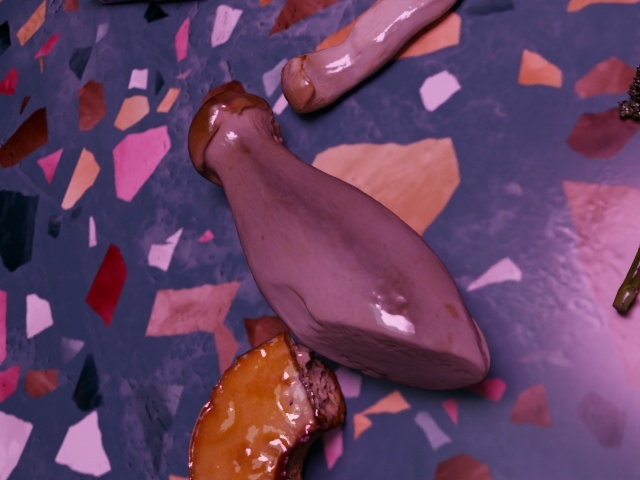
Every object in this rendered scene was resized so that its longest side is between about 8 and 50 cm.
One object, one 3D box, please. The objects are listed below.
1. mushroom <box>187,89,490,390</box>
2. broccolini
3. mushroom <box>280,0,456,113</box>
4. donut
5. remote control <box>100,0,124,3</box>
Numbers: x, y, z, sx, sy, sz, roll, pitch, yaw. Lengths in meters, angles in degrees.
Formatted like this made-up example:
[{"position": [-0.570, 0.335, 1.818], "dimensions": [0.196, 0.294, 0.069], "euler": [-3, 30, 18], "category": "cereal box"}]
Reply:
[{"position": [0.000, 0.000, 0.615], "dimensions": [0.128, 0.128, 0.350], "euler": [-46, 58, 8], "category": "mushroom"}, {"position": [0.248, -0.042, 0.553], "dimensions": [0.052, 0.054, 0.194], "euler": [6, 79, 9], "category": "broccolini"}, {"position": [0.048, -0.190, 0.695], "dimensions": [0.202, 0.054, 0.059], "euler": [-33, 61, 10], "category": "mushroom"}, {"position": [-0.022, 0.193, 0.593], "dimensions": [0.141, 0.085, 0.217], "euler": [-26, 64, 18], "category": "donut"}, {"position": [-0.205, -0.292, 0.844], "dimensions": [0.166, 0.065, 0.029], "euler": [5, 78, 28], "category": "remote control"}]
